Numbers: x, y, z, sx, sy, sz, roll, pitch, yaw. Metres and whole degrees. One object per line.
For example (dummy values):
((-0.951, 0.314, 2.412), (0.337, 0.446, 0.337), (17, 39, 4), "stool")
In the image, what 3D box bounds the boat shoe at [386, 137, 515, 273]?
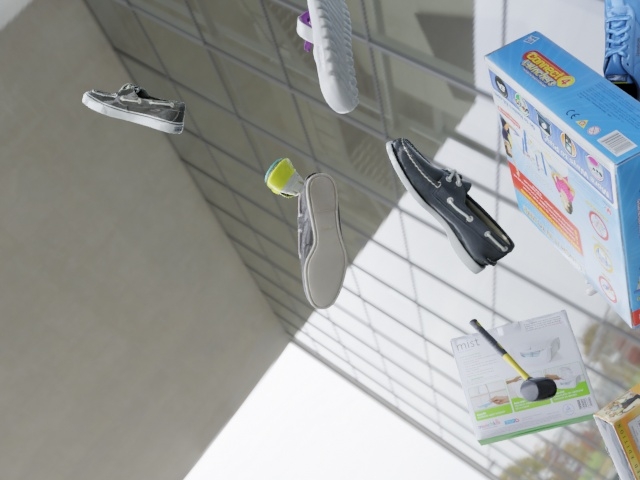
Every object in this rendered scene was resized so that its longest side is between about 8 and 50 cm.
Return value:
((0.234, -0.077, 1.385), (0.091, 0.302, 0.114), (-33, 22, 23), "boat shoe")

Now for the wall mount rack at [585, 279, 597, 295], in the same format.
((0.674, -0.023, 1.656), (0.350, 0.130, 0.304), (-11, -64, -70), "wall mount rack")

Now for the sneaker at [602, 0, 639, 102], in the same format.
((0.418, -0.264, 1.050), (0.082, 0.069, 0.209), (-31, -66, -26), "sneaker")

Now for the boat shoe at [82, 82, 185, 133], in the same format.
((-0.372, -0.278, 1.555), (0.078, 0.219, 0.070), (-50, -25, -71), "boat shoe")

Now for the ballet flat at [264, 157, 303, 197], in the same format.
((-0.074, -0.133, 1.736), (0.077, 0.077, 0.231), (-54, 0, -3), "ballet flat")

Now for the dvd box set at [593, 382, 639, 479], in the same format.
((0.746, 0.352, 1.469), (0.420, 0.062, 0.308), (-30, -75, -12), "dvd box set")

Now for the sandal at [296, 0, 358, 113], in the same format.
((-0.002, -0.466, 1.777), (0.169, 0.102, 0.417), (39, -142, -48), "sandal")

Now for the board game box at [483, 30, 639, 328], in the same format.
((0.359, -0.086, 1.054), (0.086, 0.308, 0.302), (-28, -48, -1), "board game box")

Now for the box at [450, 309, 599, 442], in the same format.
((0.441, 0.301, 1.691), (0.261, 0.231, 0.127), (-17, -24, 8), "box")

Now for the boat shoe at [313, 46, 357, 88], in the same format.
((0.053, -0.527, 2.380), (0.099, 0.320, 0.116), (-28, -48, 19), "boat shoe")

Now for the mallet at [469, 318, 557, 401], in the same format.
((0.313, 0.201, 1.308), (0.062, 0.189, 0.039), (-3, -51, -49), "mallet")

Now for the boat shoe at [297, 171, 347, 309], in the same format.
((0.000, 0.000, 1.915), (0.095, 0.112, 0.335), (180, 89, -75), "boat shoe")
